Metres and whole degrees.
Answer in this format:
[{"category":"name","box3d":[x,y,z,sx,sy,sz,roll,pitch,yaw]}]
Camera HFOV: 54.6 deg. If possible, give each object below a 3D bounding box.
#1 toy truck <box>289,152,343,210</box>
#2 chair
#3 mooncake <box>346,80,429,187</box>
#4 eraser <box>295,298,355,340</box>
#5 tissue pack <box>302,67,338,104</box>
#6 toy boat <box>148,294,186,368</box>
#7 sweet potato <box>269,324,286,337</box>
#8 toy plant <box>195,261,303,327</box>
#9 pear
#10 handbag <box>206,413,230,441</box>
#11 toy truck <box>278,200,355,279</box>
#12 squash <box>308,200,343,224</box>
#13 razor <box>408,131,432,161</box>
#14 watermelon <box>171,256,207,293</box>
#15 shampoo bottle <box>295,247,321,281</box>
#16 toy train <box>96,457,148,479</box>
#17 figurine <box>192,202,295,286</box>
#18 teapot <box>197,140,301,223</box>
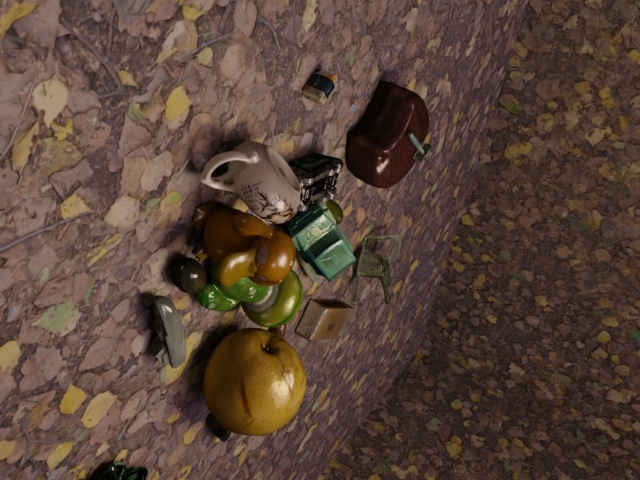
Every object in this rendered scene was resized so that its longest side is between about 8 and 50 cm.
[{"category":"toy truck","box3d":[-0.023,-0.172,1.738,0.253,0.124,0.114,-28,138,-51]},{"category":"chair","box3d":[0.229,0.106,2.504,0.203,0.191,0.274,88,8,-50]},{"category":"mooncake","box3d":[0.231,-0.348,2.028,0.326,0.174,0.334,-42,151,-35]},{"category":"eraser","box3d":[0.026,0.308,2.415,0.144,0.078,0.343,-64,157,6]},{"category":"tissue pack","box3d":[0.000,-0.401,1.616,0.083,0.062,0.042,-57,160,-13]},{"category":"toy boat","box3d":[-0.374,0.219,1.484,0.085,0.078,0.260,-23,143,-23]},{"category":"sweet potato","box3d":[-0.151,0.324,2.092,0.053,0.054,0.182,-11,128,-51]},{"category":"toy plant","box3d":[-0.183,0.118,1.672,0.224,0.184,0.316,-47,147,7]},{"category":"pear","box3d":[-0.189,0.408,1.794,0.314,0.314,0.314,-46,152,-34]},{"category":"handbag","box3d":[-0.271,0.539,2.044,0.270,0.089,0.175,-58,164,-12]},{"category":"toy truck","box3d":[0.000,0.000,1.853,0.155,0.156,0.279,-38,146,-2]},{"category":"squash","box3d":[0.021,-0.100,1.980,0.069,0.069,0.258,-63,158,0]},{"category":"razor","box3d":[0.307,-0.308,1.974,0.068,0.040,0.135,-59,147,-3]},{"category":"watermelon","box3d":[-0.311,0.082,1.464,0.078,0.078,0.110,-54,152,-21]},{"category":"shampoo bottle","box3d":[-0.034,0.070,2.067,0.072,0.049,0.212,-50,154,-18]},{"category":"toy train","box3d":[-0.519,0.704,1.591,0.238,0.167,0.299,-49,153,-17]},{"category":"figurine","box3d":[-0.180,0.012,1.464,0.215,0.228,0.215,-22,136,-23]},{"category":"teapot","box3d":[-0.152,-0.136,1.444,0.166,0.208,0.300,-29,150,28]}]
